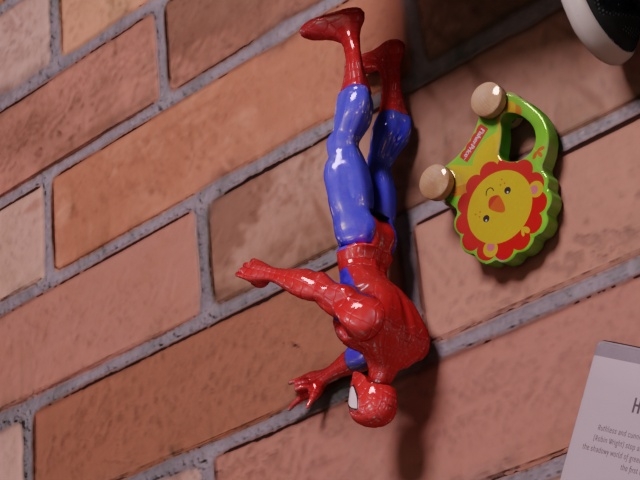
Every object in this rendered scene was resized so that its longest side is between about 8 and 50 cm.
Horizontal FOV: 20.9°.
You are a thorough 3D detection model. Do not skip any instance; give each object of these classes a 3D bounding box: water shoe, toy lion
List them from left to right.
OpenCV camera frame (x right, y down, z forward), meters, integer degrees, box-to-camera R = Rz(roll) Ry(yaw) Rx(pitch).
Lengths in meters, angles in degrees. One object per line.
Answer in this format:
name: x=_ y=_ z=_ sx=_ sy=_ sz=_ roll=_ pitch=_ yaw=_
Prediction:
toy lion: x=0.116 y=-0.037 z=1.091 sx=0.096 sy=0.034 sz=0.100 roll=39 pitch=102 yaw=39
water shoe: x=0.193 y=-0.207 z=1.049 sx=0.080 sy=0.073 sz=0.203 roll=-9 pitch=68 yaw=40

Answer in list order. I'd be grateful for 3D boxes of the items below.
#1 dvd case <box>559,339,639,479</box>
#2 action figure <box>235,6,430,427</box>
dvd case: x=0.193 y=0.183 z=0.924 sx=0.179 sy=0.029 sz=0.239 roll=10 pitch=81 yaw=47
action figure: x=0.000 y=0.000 z=1.147 sx=0.139 sy=0.091 sz=0.280 roll=-23 pitch=58 yaw=30
